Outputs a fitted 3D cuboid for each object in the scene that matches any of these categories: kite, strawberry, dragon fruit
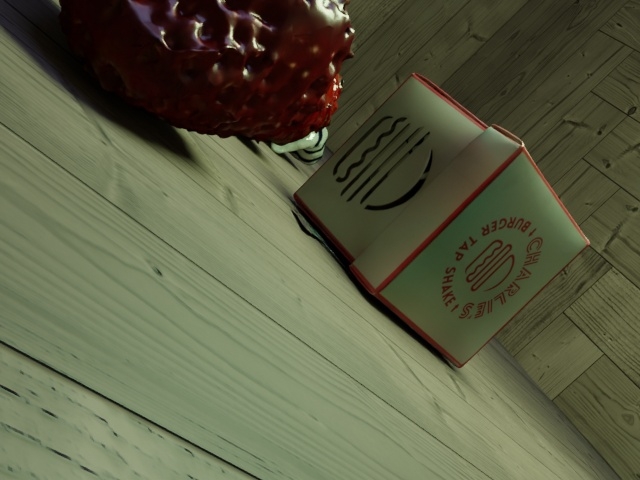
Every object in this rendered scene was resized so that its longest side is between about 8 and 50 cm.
[{"bbox_3d":[0.000,0.000,1.361,0.152,0.005,0.137,49,6,24],"label":"kite"},{"bbox_3d":[-0.143,-0.235,0.963,0.318,0.295,0.345,61,37,-12],"label":"strawberry"},{"bbox_3d":[-0.083,-0.291,1.613,0.252,0.241,0.241,48,6,-4],"label":"dragon fruit"}]

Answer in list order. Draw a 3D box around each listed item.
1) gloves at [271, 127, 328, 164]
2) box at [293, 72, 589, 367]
[{"bbox_3d":[-0.056,-0.259,1.949,0.219,0.131,0.140,80,-5,-63],"label":"gloves"},{"bbox_3d":[0.196,-0.035,1.470,0.312,0.314,0.300,41,6,-46],"label":"box"}]
